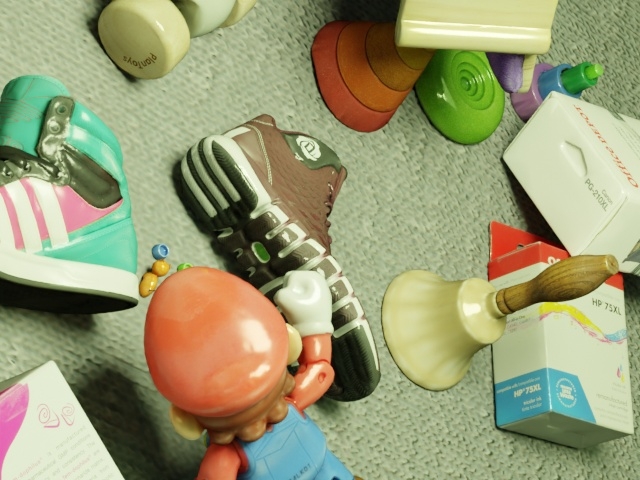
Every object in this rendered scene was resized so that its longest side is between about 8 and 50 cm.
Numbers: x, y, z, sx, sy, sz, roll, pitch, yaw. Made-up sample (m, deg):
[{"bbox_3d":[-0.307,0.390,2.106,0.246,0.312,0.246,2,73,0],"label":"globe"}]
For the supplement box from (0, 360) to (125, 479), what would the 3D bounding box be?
[{"bbox_3d":[-0.217,0.221,1.506,0.111,0.114,0.220,-36,101,-45],"label":"supplement box"}]

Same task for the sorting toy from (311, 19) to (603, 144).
[{"bbox_3d":[0.164,-0.180,2.028,0.366,0.126,0.127,3,71,-43],"label":"sorting toy"}]

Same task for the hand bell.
[{"bbox_3d":[0.187,0.058,1.868,0.126,0.242,0.126,18,62,-39],"label":"hand bell"}]

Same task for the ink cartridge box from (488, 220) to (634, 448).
[{"bbox_3d":[0.250,0.089,2.034,0.134,0.078,0.231,18,61,-39],"label":"ink cartridge box"}]

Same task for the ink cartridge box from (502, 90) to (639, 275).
[{"bbox_3d":[0.336,-0.050,2.110,0.237,0.100,0.172,13,35,-42],"label":"ink cartridge box"}]

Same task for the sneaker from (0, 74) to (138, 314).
[{"bbox_3d":[-0.261,-0.051,1.561,0.295,0.124,0.178,17,67,-48],"label":"sneaker"}]

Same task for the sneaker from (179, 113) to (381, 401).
[{"bbox_3d":[0.000,0.000,1.814,0.281,0.106,0.162,59,40,-8],"label":"sneaker"}]

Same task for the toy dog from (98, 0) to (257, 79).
[{"bbox_3d":[-0.166,-0.302,1.731,0.334,0.161,0.220,38,51,-28],"label":"toy dog"}]

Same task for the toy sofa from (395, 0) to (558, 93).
[{"bbox_3d":[0.120,-0.306,1.933,0.150,0.177,0.362,3,38,-13],"label":"toy sofa"}]

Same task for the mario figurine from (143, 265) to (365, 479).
[{"bbox_3d":[-0.063,0.145,1.639,0.198,0.170,0.320,-68,143,-45],"label":"mario figurine"}]

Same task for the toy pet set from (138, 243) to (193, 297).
[{"bbox_3d":[-0.098,0.070,1.715,0.122,0.065,0.114,38,51,-27],"label":"toy pet set"}]
